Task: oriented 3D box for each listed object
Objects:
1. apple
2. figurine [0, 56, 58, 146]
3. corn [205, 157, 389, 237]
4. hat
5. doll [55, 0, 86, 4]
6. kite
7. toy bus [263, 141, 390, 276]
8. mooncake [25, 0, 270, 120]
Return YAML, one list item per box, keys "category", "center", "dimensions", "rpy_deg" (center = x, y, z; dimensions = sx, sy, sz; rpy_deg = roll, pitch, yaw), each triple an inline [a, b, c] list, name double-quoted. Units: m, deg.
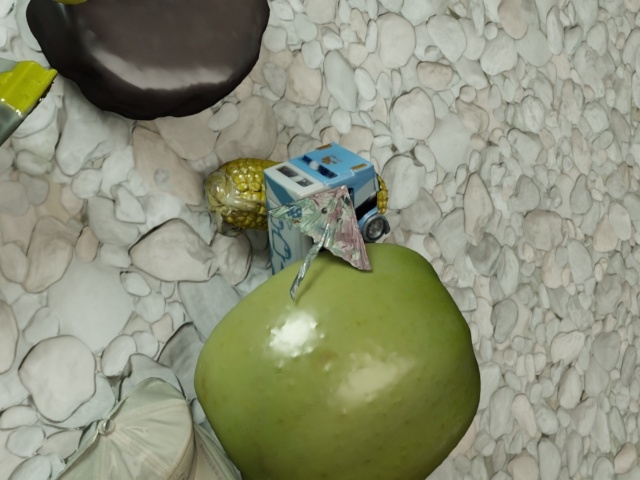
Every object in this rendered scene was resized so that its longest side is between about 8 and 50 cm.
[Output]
- category: "apple"
  center: [0.041, 0.183, 0.983]
  dimensions: [0.360, 0.320, 0.311]
  rpy_deg: [-30, 80, -13]
- category: "figurine"
  center: [-0.432, -0.159, 0.715]
  dimensions: [0.285, 0.167, 0.342]
  rpy_deg: [41, 65, -23]
- category: "corn"
  center: [-0.019, -0.059, 1.065]
  dimensions: [0.293, 0.106, 0.106]
  rpy_deg: [0, 86, -36]
- category: "hat"
  center: [-0.181, 0.292, 0.891]
  dimensions: [0.226, 0.164, 0.219]
  rpy_deg: [41, 61, -7]
- category: "doll"
  center: [-0.273, -0.420, 0.760]
  dimensions: [0.199, 0.145, 0.362]
  rpy_deg: [11, 78, -65]
- category: "kite"
  center: [0.000, 0.000, 0.873]
  dimensions: [0.139, 0.011, 0.156]
  rpy_deg: [32, 69, -11]
- category: "toy bus"
  center: [0.009, 0.032, 1.005]
  dimensions: [0.131, 0.106, 0.297]
  rpy_deg: [-20, 124, -28]
- category: "mooncake"
  center: [-0.206, -0.279, 0.917]
  dimensions: [0.283, 0.141, 0.283]
  rpy_deg: [6, 77, -29]
